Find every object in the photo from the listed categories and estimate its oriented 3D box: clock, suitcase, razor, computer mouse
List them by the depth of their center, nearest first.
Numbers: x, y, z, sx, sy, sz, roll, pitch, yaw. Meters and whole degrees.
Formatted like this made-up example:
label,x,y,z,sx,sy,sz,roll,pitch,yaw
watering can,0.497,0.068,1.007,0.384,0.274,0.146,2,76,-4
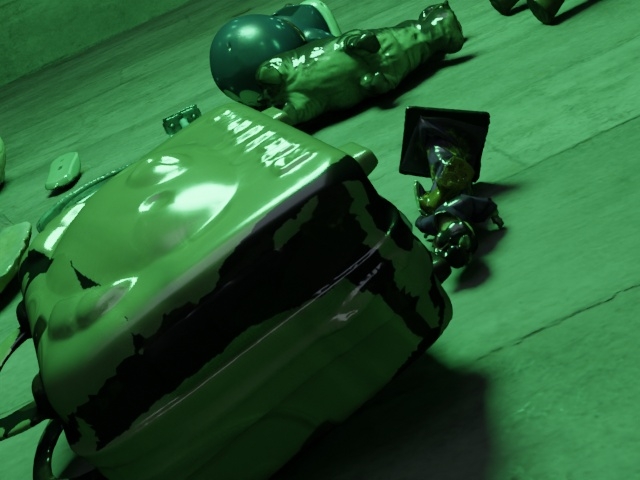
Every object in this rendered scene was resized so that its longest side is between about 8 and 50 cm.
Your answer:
label,x,y,z,sx,sy,sz,roll,pitch,yaw
suitcase,-0.111,0.047,0.742,0.339,0.194,0.351,-38,24,-7
clock,-0.285,-0.050,1.357,0.215,0.042,0.215,-21,22,9
razor,-0.213,-0.177,1.586,0.068,0.040,0.135,-27,27,-6
clock,-0.079,-0.308,1.612,0.199,0.146,0.243,-3,22,33
computer mouse,-0.433,-0.109,1.659,0.056,0.032,0.110,-21,32,11

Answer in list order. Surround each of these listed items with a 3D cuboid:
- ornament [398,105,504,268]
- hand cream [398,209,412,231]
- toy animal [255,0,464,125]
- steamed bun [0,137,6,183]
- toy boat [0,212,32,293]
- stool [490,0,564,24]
label,x,y,z,sx,sy,sz,roll,pitch,yaw
ornament,0.125,-0.037,0.884,0.081,0.088,0.203,0,36,-4
hand cream,0.000,0.000,0.947,0.205,0.050,0.078,-4,33,50
toy animal,0.071,-0.252,1.376,0.343,0.106,0.168,-23,14,-13
steamed bun,-0.665,-0.131,1.812,0.177,0.131,0.228,-19,19,-14
toy boat,-0.492,0.059,1.266,0.276,0.111,0.293,-33,36,-22
stool,0.309,-0.450,1.404,0.178,0.272,0.272,-38,22,0
